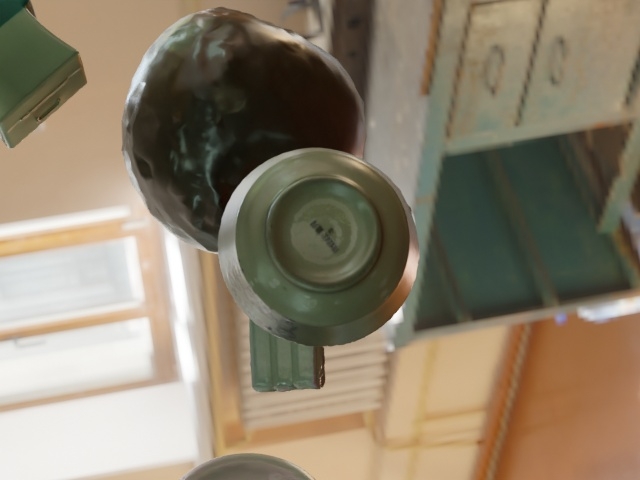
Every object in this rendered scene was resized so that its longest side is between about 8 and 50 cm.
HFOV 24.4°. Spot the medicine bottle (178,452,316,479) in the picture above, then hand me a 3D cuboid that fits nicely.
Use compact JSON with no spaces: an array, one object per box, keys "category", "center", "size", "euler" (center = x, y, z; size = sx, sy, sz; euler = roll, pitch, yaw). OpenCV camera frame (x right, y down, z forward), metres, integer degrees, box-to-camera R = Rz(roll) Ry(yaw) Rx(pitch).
[{"category":"medicine bottle","center":[-0.089,0.427,1.761],"size":[0.202,0.202,0.316],"euler":[-109,17,-48]}]

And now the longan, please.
[{"category":"longan","center":[-0.128,-0.168,2.484],"size":[0.436,0.404,0.404],"euler":[22,-127,-61]}]

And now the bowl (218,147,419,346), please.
[{"category":"bowl","center":[0.000,0.000,1.487],"size":[0.112,0.211,0.211],"euler":[104,156,-83]}]

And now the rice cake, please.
[{"category":"rice cake","center":[-0.053,0.105,2.168],"size":[0.043,0.127,0.237],"euler":[14,-111,-58]}]

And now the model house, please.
[{"category":"model house","center":[-0.348,-0.199,1.611],"size":[0.149,0.127,0.100],"euler":[46,167,6]}]
